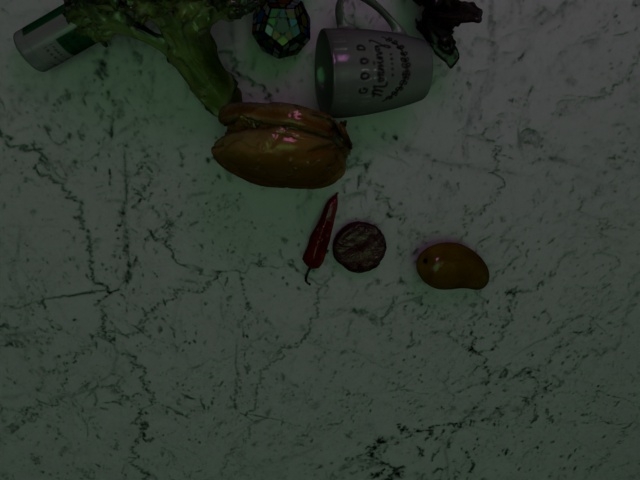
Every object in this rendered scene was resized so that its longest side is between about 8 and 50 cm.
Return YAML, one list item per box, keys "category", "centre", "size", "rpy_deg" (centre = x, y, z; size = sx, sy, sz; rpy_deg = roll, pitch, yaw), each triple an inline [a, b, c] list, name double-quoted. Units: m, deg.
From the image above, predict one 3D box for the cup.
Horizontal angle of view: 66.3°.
- category: "cup"
  centre: [0.114, -0.409, 1.076]
  size: [0.234, 0.186, 0.257]
  rpy_deg: [-8, 109, -11]

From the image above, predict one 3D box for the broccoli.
- category: "broccoli"
  centre: [-0.228, -0.414, 0.945]
  size: [0.397, 0.353, 0.274]
  rpy_deg: [43, 68, -33]

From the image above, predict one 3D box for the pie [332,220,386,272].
- category: "pie"
  centre: [0.104, 0.020, 1.318]
  size: [0.155, 0.036, 0.154]
  rpy_deg: [-2, 112, -5]

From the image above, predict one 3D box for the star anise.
- category: "star anise"
  centre: [0.250, -0.514, 1.041]
  size: [0.129, 0.212, 0.282]
  rpy_deg: [-26, 105, 19]

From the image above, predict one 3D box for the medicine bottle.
- category: "medicine bottle"
  centre: [-0.510, -0.458, 1.037]
  size: [0.260, 0.095, 0.095]
  rpy_deg: [-27, 112, 7]

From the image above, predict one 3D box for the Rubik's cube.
- category: "Rubik's cube"
  centre: [-0.085, -0.466, 1.066]
  size: [0.112, 0.133, 0.133]
  rpy_deg: [9, 113, -36]

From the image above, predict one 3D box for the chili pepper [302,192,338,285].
- category: "chili pepper"
  centre: [0.000, 0.000, 1.294]
  size: [0.059, 0.050, 0.267]
  rpy_deg: [22, 108, 3]

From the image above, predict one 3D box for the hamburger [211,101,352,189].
- category: "hamburger"
  centre: [-0.079, -0.202, 1.065]
  size: [0.319, 0.318, 0.158]
  rpy_deg: [5, 88, -7]

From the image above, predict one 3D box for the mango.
- category: "mango"
  centre: [0.365, 0.075, 1.336]
  size: [0.228, 0.099, 0.136]
  rpy_deg: [15, 105, -20]
